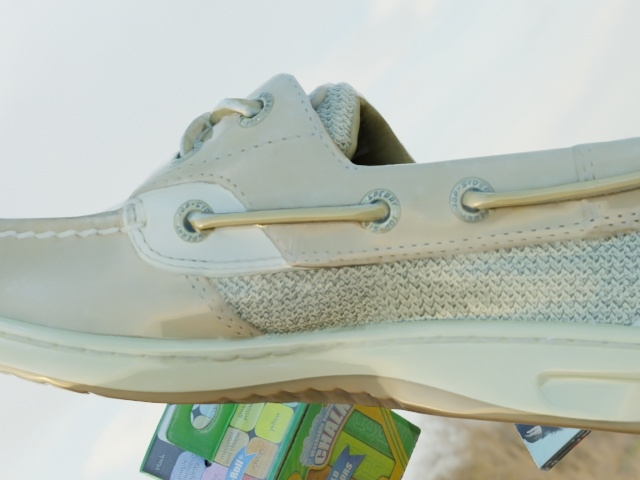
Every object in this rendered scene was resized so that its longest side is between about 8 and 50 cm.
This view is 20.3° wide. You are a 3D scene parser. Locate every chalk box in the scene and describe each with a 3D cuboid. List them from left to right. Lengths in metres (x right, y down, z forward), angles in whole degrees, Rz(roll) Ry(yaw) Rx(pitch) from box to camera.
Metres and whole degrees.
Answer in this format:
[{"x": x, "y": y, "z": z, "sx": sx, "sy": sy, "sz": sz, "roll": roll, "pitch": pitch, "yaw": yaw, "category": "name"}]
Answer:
[{"x": -0.041, "y": 0.159, "z": 1.419, "sx": 0.213, "sy": 0.132, "sz": 0.132, "roll": 35, "pitch": -104, "yaw": -52, "category": "chalk box"}]

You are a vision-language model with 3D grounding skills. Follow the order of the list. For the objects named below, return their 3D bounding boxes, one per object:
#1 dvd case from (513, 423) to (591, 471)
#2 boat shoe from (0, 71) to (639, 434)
[{"x": 0.167, "y": 0.080, "z": 1.162, "sx": 0.013, "sy": 0.087, "sz": 0.119, "roll": 23, "pitch": -60, "yaw": -43, "category": "dvd case"}, {"x": 0.000, "y": 0.000, "z": 0.548, "sx": 0.109, "sy": 0.302, "sz": 0.098, "roll": 1, "pitch": -88, "yaw": -66, "category": "boat shoe"}]
